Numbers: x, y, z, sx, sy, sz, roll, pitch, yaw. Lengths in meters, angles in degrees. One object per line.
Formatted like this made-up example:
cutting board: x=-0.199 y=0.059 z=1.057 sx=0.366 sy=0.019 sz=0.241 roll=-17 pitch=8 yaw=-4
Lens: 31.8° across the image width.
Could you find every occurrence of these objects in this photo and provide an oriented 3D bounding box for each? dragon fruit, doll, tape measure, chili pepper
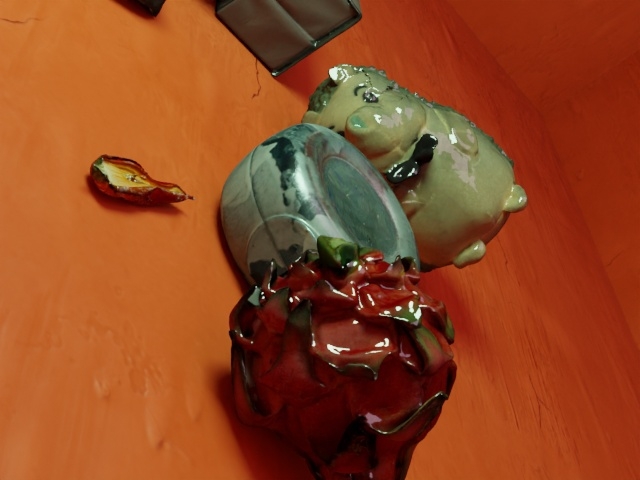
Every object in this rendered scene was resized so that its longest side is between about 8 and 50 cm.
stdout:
dragon fruit: x=0.019 y=0.144 z=1.101 sx=0.234 sy=0.234 sz=0.293 roll=12 pitch=83 yaw=-62
doll: x=0.126 y=-0.113 z=1.661 sx=0.349 sy=0.247 sz=0.247 roll=41 pitch=21 yaw=-2
tape measure: x=0.000 y=0.000 z=1.332 sx=0.256 sy=0.147 sz=0.275 roll=32 pitch=34 yaw=-42
chili pepper: x=-0.187 y=-0.058 z=1.169 sx=0.178 sy=0.027 sz=0.045 roll=10 pitch=52 yaw=-62

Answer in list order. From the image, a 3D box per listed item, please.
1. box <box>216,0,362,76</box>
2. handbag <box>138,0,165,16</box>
box: x=-0.054 y=-0.413 z=1.806 sx=0.153 sy=0.188 sz=0.252 roll=45 pitch=25 yaw=-31
handbag: x=-0.268 y=-0.415 z=1.491 sx=0.175 sy=0.089 sz=0.270 roll=26 pitch=35 yaw=-39
